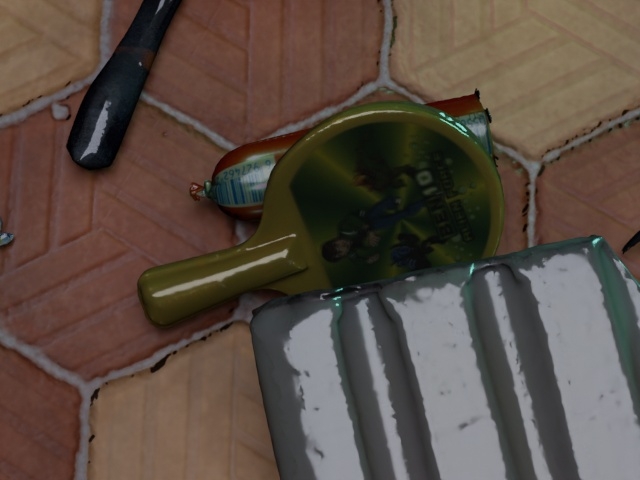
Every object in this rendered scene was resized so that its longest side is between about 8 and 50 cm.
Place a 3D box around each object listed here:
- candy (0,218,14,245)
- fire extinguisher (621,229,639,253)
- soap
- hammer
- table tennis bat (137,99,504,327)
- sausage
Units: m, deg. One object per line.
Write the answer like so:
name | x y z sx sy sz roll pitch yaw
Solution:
candy | -0.301 -0.025 1.426 0.030 0.020 0.083 -38 80 -11
fire extinguisher | 0.431 0.036 1.391 0.344 0.102 0.138 21 109 5
soap | 0.153 0.228 1.254 0.350 0.213 0.435 -15 78 -2
hammer | -0.148 -0.189 1.468 0.137 0.037 0.290 20 74 6
table tennis bat | 0.000 0.000 1.381 0.321 0.050 0.198 -20 110 0
sausage | 0.016 -0.067 1.417 0.264 0.083 0.083 -11 75 -3
